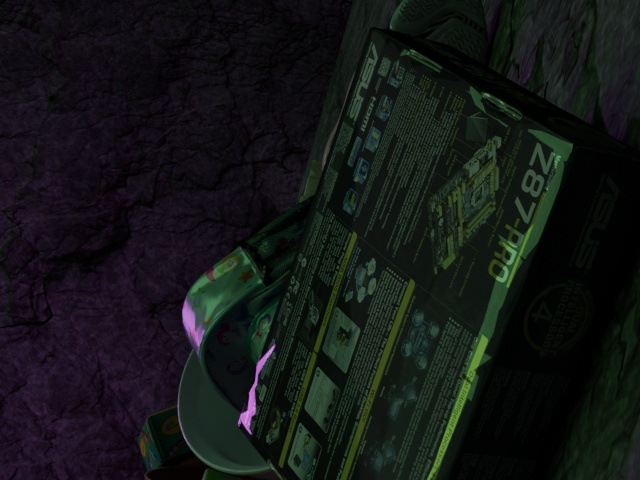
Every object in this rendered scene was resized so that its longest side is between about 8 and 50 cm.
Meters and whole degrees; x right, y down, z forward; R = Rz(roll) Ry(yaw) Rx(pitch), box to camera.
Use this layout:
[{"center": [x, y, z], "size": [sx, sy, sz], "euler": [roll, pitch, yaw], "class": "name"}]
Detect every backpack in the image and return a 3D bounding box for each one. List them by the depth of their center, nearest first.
[{"center": [-0.026, 0.097, 1.791], "size": [0.253, 0.225, 0.191], "euler": [-31, 40, 4], "class": "backpack"}]

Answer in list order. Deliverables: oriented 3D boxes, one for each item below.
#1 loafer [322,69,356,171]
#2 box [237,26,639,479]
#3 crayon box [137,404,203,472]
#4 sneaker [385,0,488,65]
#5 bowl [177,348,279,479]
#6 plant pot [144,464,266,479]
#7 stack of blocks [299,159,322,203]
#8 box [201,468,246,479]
[{"center": [0.076, -0.179, 2.582], "size": [0.092, 0.101, 0.269], "euler": [-9, 68, 62], "class": "loafer"}, {"center": [0.081, 0.057, 1.241], "size": [0.318, 0.097, 0.395], "euler": [42, 117, 57], "class": "box"}, {"center": [-0.151, 0.295, 2.477], "size": [0.165, 0.278, 0.081], "euler": [121, 128, -67], "class": "crayon box"}, {"center": [0.110, -0.157, 2.000], "size": [0.210, 0.137, 0.366], "euler": [138, 146, -75], "class": "sneaker"}, {"center": [-0.029, 0.196, 1.978], "size": [0.134, 0.297, 0.298], "euler": [49, -135, -43], "class": "bowl"}, {"center": [-0.157, 0.485, 2.314], "size": [0.237, 0.237, 0.254], "euler": [-178, 92, -84], "class": "plant pot"}, {"center": [0.000, 0.000, 2.655], "size": [0.171, 0.087, 0.297], "euler": [95, -174, -50], "class": "stack of blocks"}, {"center": [-0.005, 0.320, 1.184], "size": [0.322, 0.232, 0.058], "euler": [-82, 12, -63], "class": "box"}]
